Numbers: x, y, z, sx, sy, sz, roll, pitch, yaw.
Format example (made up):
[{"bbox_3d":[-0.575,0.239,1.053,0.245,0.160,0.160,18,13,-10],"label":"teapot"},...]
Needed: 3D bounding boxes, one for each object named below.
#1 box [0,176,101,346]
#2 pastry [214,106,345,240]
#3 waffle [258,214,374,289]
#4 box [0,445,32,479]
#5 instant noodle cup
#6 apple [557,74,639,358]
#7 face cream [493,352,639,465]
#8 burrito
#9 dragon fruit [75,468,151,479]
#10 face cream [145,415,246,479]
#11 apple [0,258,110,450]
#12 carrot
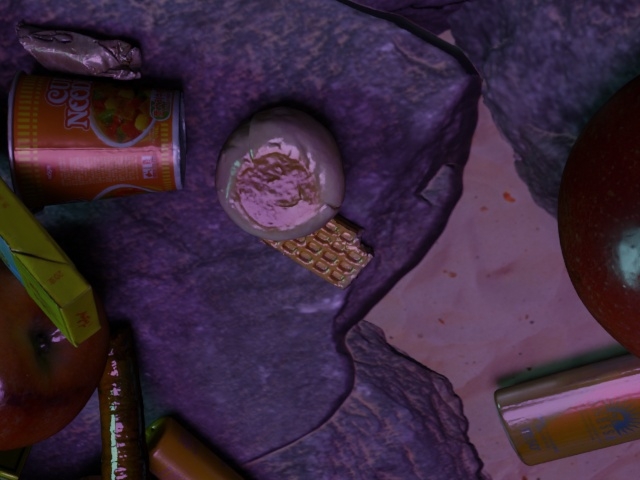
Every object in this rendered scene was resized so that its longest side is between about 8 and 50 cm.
[{"bbox_3d":[-0.367,-0.036,1.327,0.335,0.047,0.187,48,163,9],"label":"box"},{"bbox_3d":[-0.046,-0.077,1.380,0.156,0.092,0.156,5,119,8],"label":"pastry"},{"bbox_3d":[0.000,0.000,1.479,0.135,0.021,0.092,30,123,-14],"label":"waffle"},{"bbox_3d":[-0.509,0.259,1.649,0.220,0.141,0.064,22,126,-10],"label":"box"},{"bbox_3d":[-0.247,-0.112,1.356,0.185,0.168,0.168,-1,126,-2],"label":"instant noodle cup"},{"bbox_3d":[0.425,-0.018,1.262,0.348,0.277,0.348,3,126,5],"label":"apple"},{"bbox_3d":[0.383,0.212,1.560,0.285,0.067,0.139,-19,124,18],"label":"face cream"},{"bbox_3d":[-0.274,-0.211,1.348,0.149,0.041,0.055,9,113,4],"label":"burrito"},{"bbox_3d":[-0.281,0.437,1.736,0.295,0.130,0.268,21,143,-4],"label":"dragon fruit"},{"bbox_3d":[-0.148,0.363,1.721,0.078,0.078,0.273,-33,115,26],"label":"face cream"},{"bbox_3d":[-0.380,0.135,1.473,0.253,0.253,0.253,3,126,4],"label":"apple"},{"bbox_3d":[-0.269,0.246,1.599,0.070,0.070,0.260,-4,96,9],"label":"carrot"}]
